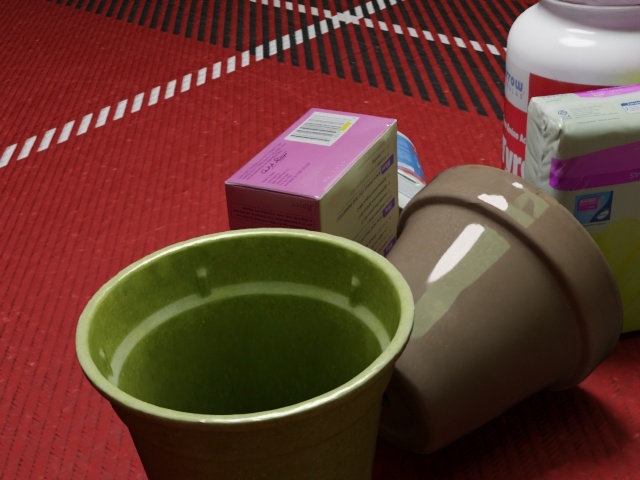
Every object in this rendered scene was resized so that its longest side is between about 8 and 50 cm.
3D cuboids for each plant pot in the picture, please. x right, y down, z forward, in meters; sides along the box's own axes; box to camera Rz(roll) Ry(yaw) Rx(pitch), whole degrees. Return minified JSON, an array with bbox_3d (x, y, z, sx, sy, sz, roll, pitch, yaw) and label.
[{"bbox_3d":[0.133,0.087,0.999,0.229,0.263,0.263,-37,43,-27],"label":"plant pot"},{"bbox_3d":[-0.053,0.166,0.861,0.276,0.254,0.276,-3,29,2],"label":"plant pot"}]

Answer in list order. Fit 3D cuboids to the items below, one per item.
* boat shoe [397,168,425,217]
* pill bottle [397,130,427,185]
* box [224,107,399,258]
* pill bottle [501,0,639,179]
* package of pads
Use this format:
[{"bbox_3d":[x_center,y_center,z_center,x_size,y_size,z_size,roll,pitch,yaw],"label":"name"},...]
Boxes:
[{"bbox_3d":[0.153,-0.027,1.257,0.227,0.079,0.081,32,54,-1],"label":"boat shoe"},{"bbox_3d":[0.087,-0.089,1.412,0.124,0.124,0.221,-4,31,-1],"label":"pill bottle"},{"bbox_3d":[0.000,0.000,1.150,0.117,0.243,0.213,11,34,24],"label":"box"},{"bbox_3d":[0.345,-0.165,1.231,0.229,0.407,0.229,-3,30,2],"label":"pill bottle"},{"bbox_3d":[0.348,-0.031,1.111,0.229,0.296,0.101,-9,33,-10],"label":"package of pads"}]
